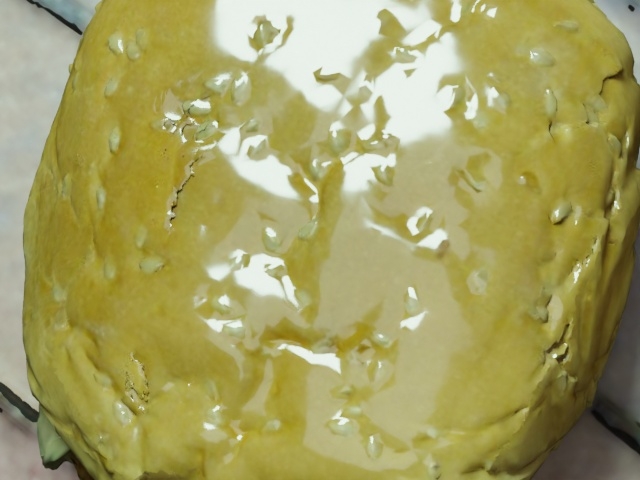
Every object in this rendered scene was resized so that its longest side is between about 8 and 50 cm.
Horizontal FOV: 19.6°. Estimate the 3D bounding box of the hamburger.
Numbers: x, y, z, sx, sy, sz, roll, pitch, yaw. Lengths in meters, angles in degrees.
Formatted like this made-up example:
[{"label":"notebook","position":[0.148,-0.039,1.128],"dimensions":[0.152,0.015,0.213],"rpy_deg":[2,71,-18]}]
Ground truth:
[{"label":"hamburger","position":[0.001,-0.001,0.783],"dimensions":[0.260,0.144,0.283],"rpy_deg":[8,88,8]}]
